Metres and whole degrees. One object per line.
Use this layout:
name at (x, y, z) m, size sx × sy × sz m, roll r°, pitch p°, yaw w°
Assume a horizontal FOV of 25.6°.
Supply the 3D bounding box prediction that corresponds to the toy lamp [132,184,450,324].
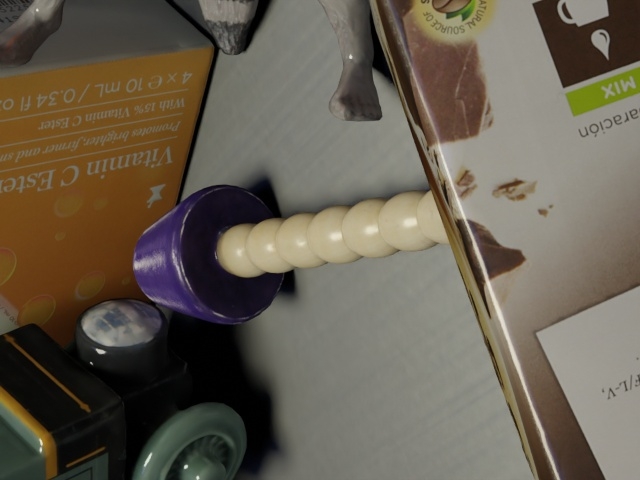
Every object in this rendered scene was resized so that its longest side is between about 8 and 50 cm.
toy lamp at (0.000, 0.000, 0.709) m, size 0.274 × 0.080 × 0.080 m, roll -7°, pitch 97°, yaw 48°

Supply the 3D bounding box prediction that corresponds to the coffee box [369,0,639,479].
coffee box at (0.116, 0.025, 0.491) m, size 0.168 × 0.119 × 0.297 m, roll 38°, pitch -148°, yaw -83°

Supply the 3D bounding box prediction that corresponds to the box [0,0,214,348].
box at (-0.229, 0.000, 0.862) m, size 0.168 × 0.215 × 0.345 m, roll 42°, pitch 131°, yaw 32°

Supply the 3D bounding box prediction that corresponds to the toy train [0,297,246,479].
toy train at (-0.157, 0.192, 0.846) m, size 0.142 × 0.190 × 0.334 m, roll 36°, pitch 133°, yaw 37°

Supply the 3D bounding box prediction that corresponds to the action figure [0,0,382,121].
action figure at (-0.091, -0.244, 0.666) m, size 0.341 × 0.178 × 0.330 m, roll 13°, pitch 109°, yaw 20°
